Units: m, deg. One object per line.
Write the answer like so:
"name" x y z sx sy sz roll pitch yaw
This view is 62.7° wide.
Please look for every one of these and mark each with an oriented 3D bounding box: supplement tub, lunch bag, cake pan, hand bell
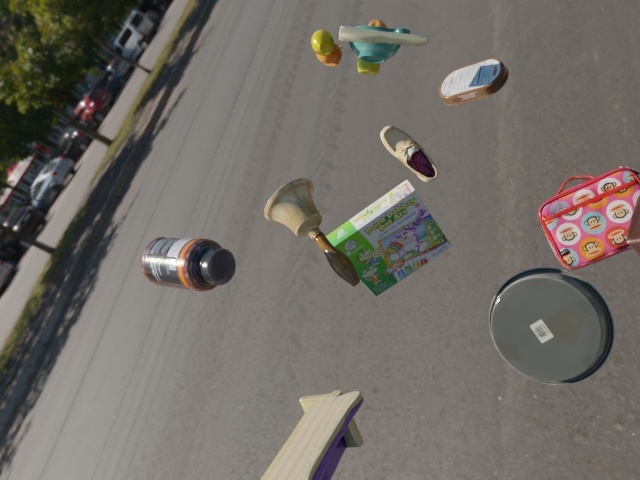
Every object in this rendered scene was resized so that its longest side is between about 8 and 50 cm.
"supplement tub" -0.259 0.047 1.043 0.197 0.106 0.106 3 62 39
"lunch bag" 0.799 -0.075 1.528 0.293 0.120 0.258 -27 74 19
"cake pan" 0.551 0.214 1.285 0.293 0.054 0.293 3 94 36
"hand bell" 0.000 0.000 1.079 0.126 0.126 0.242 -46 66 19

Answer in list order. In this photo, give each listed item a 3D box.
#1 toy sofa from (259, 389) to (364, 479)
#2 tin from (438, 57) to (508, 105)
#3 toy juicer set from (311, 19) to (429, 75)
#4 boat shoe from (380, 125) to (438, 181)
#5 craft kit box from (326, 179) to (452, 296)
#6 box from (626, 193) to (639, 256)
"toy sofa" -0.015 0.478 1.093 0.177 0.150 0.362 -17 13 29
"tin" 0.402 -0.421 1.395 0.189 0.040 0.106 -5 64 43
"toy juicer set" 0.090 -0.464 1.197 0.329 0.209 0.090 -154 71 -75
"boat shoe" 0.210 -0.202 1.211 0.063 0.170 0.059 -49 5 6
"craft kit box" 0.179 0.003 1.338 0.250 0.246 0.061 -36 38 11
"box" 0.759 0.054 0.944 0.191 0.381 0.143 -22 30 56
